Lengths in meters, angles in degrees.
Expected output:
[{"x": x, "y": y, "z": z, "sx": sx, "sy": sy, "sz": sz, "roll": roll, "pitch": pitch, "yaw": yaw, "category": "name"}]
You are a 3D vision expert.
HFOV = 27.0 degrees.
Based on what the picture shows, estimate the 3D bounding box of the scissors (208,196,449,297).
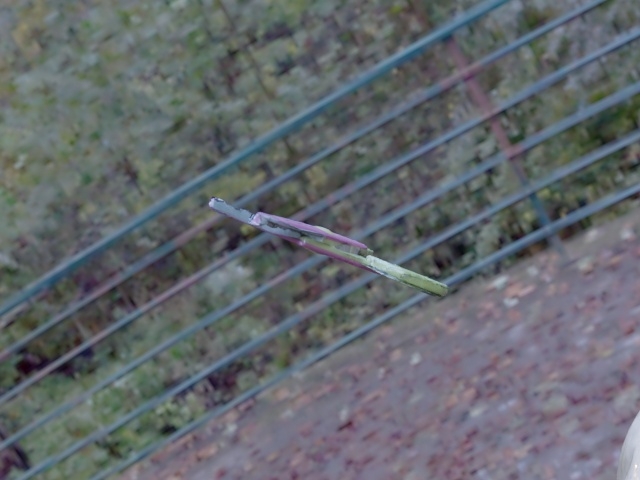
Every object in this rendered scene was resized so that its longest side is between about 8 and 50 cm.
[{"x": 0.000, "y": 0.000, "z": 0.988, "sx": 0.133, "sy": 0.187, "sz": 0.020, "roll": 25, "pitch": 94, "yaw": 46, "category": "scissors"}]

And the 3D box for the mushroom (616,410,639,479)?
[{"x": 0.260, "y": 0.174, "z": 0.657, "sx": 0.315, "sy": 0.315, "sz": 0.356, "roll": -37, "pitch": 28, "yaw": -26, "category": "mushroom"}]
